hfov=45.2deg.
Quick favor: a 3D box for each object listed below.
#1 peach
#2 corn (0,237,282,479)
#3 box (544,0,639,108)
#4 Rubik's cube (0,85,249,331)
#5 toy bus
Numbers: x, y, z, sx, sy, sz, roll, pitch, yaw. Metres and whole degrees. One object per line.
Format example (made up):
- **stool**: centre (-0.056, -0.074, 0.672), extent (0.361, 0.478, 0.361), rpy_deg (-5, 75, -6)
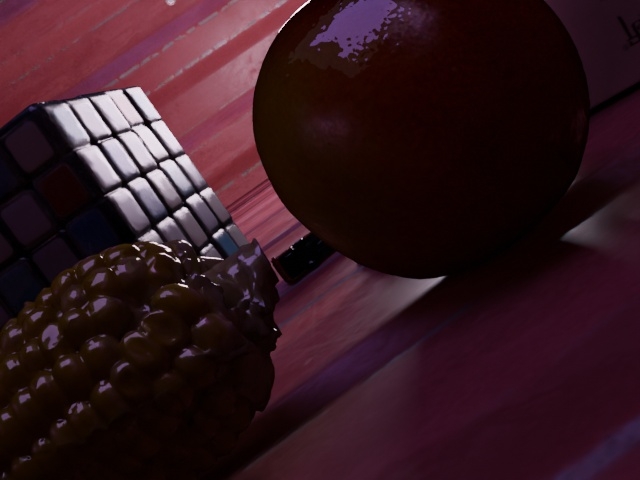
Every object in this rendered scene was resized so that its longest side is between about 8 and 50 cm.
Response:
- **peach**: centre (0.062, -0.069, 0.438), extent (0.197, 0.197, 0.197), rpy_deg (-34, 9, 6)
- **corn**: centre (-0.158, 0.118, 0.399), extent (0.347, 0.130, 0.130), rpy_deg (-38, 9, 4)
- **box**: centre (0.269, -0.211, 0.635), extent (0.260, 0.111, 0.194), rpy_deg (-28, 11, 26)
- **Rubik's cube**: centre (-0.296, 0.012, 0.940), extent (0.286, 0.293, 0.292), rpy_deg (-32, 11, 15)
- **toy bus**: centre (0.000, 0.000, 0.757), extent (0.110, 0.031, 0.043), rpy_deg (-37, 7, -22)
